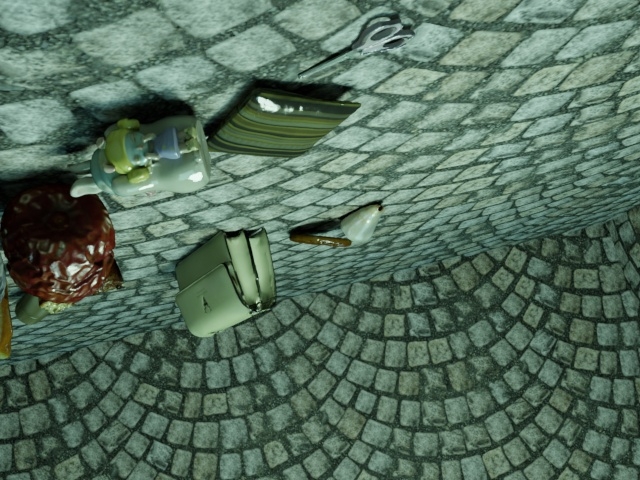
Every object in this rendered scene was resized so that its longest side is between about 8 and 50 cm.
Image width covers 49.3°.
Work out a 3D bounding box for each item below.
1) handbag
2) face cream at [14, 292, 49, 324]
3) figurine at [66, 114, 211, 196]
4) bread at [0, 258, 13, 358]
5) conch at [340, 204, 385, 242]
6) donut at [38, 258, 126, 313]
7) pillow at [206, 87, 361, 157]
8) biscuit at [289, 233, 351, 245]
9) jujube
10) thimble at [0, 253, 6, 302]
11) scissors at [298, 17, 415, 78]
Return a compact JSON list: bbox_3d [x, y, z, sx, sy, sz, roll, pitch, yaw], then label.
[{"bbox_3d":[-0.277,0.129,1.993,0.160,0.236,0.358,-8,167,-36],"label":"handbag"},{"bbox_3d":[-0.728,0.132,1.899,0.137,0.084,0.341,11,147,-42],"label":"face cream"},{"bbox_3d":[-0.298,-0.122,1.095,0.236,0.127,0.155,-11,-174,-1],"label":"figurine"},{"bbox_3d":[-0.737,0.143,1.532,0.111,0.234,0.184,-8,167,-19],"label":"bread"},{"bbox_3d":[0.124,-0.061,2.018,0.104,0.094,0.176,8,132,-27],"label":"conch"},{"bbox_3d":[-0.597,0.088,1.692,0.217,0.141,0.085,-25,156,12],"label":"donut"},{"bbox_3d":[-0.072,-0.194,1.190,0.208,0.052,0.212,-2,161,-36],"label":"pillow"},{"bbox_3d":[0.000,0.001,2.075,0.188,0.027,0.188,6,177,0],"label":"biscuit"},{"bbox_3d":[-0.477,0.009,1.270,0.213,0.213,0.232,-10,160,-18],"label":"jujube"},{"bbox_3d":[-0.664,0.048,1.186,0.245,0.217,0.157,33,157,-9],"label":"thimble"},{"bbox_3d":[0.045,-0.277,1.035,0.189,0.015,0.100,-19,169,27],"label":"scissors"}]
